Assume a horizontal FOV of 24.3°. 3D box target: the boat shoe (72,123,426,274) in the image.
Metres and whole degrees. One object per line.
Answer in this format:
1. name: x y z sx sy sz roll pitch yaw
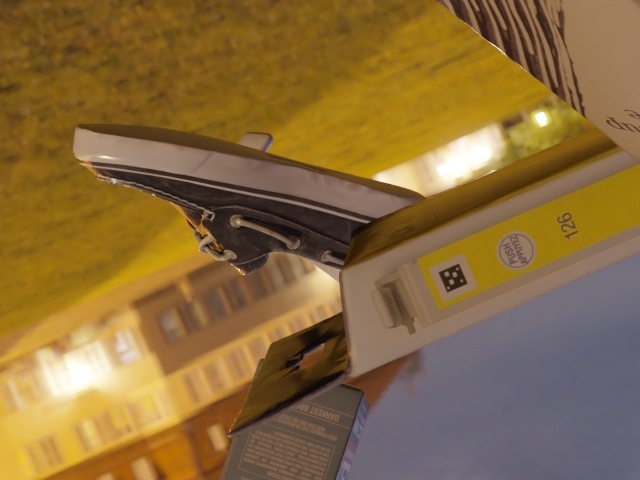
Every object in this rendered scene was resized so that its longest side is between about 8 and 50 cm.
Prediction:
1. boat shoe: -0.062 -0.023 1.224 0.301 0.102 0.108 13 -172 -21

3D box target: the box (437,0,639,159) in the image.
1. box: 0.092 -0.120 0.515 0.275 0.094 0.113 31 170 -38

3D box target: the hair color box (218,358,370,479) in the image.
1. hair color box: -0.060 0.319 1.491 0.113 0.375 0.185 18 171 7

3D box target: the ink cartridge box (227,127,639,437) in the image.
1. ink cartridge box: 0.088 0.000 0.882 0.307 0.072 0.303 -21 -176 3

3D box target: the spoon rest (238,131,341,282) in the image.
1. spoon rest: 0.000 0.000 1.613 0.084 0.276 0.137 -54 -153 -15
